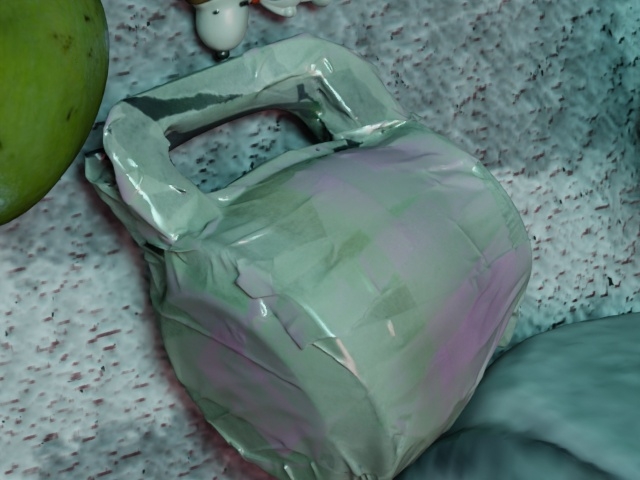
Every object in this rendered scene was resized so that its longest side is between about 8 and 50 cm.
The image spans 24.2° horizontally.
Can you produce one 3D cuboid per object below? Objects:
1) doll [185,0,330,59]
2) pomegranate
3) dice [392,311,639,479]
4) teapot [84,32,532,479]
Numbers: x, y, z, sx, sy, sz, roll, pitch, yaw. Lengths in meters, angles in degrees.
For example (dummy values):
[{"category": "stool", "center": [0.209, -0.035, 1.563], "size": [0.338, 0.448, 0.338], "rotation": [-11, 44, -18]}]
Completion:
[{"category": "doll", "center": [-0.034, -0.132, 0.777], "size": [0.085, 0.040, 0.058], "rotation": [-30, 124, -15]}, {"category": "pomegranate", "center": [-0.177, -0.062, 0.651], "size": [0.179, 0.179, 0.210], "rotation": [-25, 130, -21]}, {"category": "dice", "center": [0.235, 0.238, 0.798], "size": [0.348, 0.330, 0.327], "rotation": [-6, 109, -32]}, {"category": "teapot", "center": [0.000, 0.010, 0.781], "size": [0.178, 0.221, 0.163], "rotation": [-39, 157, -31]}]
